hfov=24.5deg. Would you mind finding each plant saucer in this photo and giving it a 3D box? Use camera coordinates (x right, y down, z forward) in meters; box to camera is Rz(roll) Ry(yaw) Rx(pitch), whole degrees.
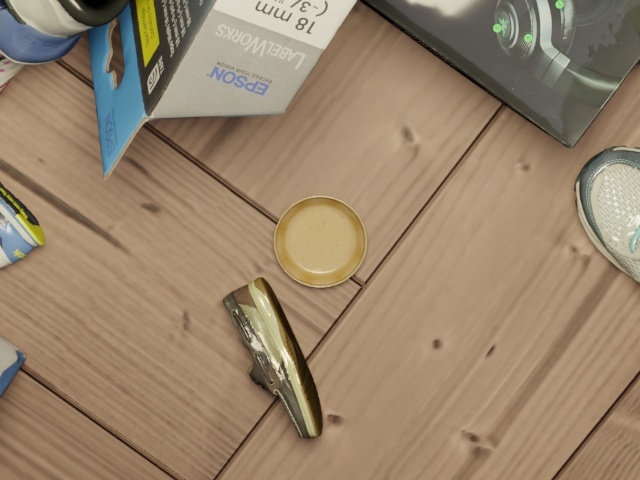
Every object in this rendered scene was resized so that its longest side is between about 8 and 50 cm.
[{"bbox_3d":[0.000,0.000,1.323,0.083,0.015,0.083,0,100,1],"label":"plant saucer"}]

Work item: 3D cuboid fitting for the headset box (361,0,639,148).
[{"bbox_3d":[0.176,-0.247,1.219,0.283,0.131,0.246,34,98,-5],"label":"headset box"}]

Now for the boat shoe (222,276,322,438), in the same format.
[{"bbox_3d":[-0.042,0.110,1.326,0.049,0.056,0.152,-21,89,9],"label":"boat shoe"}]

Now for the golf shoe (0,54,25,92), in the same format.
[{"bbox_3d":[-0.285,-0.165,1.265,0.186,0.086,0.067,-43,97,9],"label":"golf shoe"}]

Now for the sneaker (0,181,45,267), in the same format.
[{"bbox_3d":[-0.310,-0.035,1.304,0.059,0.053,0.144,-40,96,9],"label":"sneaker"}]

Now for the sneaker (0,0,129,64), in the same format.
[{"bbox_3d":[-0.166,-0.295,1.138,0.127,0.182,0.315,9,86,-38],"label":"sneaker"}]

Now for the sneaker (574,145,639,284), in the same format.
[{"bbox_3d":[0.335,0.030,1.267,0.110,0.122,0.283,-44,96,7],"label":"sneaker"}]

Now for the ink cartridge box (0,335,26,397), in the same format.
[{"bbox_3d":[-0.486,0.195,1.301,0.270,0.151,0.395,36,100,-5],"label":"ink cartridge box"}]

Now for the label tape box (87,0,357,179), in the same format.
[{"bbox_3d":[-0.063,-0.226,1.150,0.106,0.240,0.333,17,128,-27],"label":"label tape box"}]
